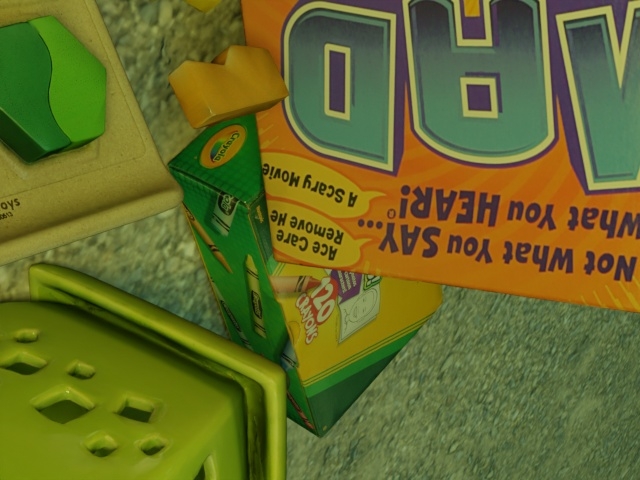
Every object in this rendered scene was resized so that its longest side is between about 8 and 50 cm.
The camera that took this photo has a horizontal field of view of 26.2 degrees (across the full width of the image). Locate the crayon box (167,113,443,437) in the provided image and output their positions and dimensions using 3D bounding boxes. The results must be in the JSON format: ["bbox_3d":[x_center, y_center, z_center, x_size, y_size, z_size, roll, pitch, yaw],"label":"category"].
[{"bbox_3d":[0.000,0.000,1.029,0.165,0.081,0.278,-46,145,-25],"label":"crayon box"}]

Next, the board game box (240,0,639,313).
[{"bbox_3d":[0.195,-0.186,0.819,0.356,0.356,0.356,-24,113,-46],"label":"board game box"}]

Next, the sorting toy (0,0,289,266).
[{"bbox_3d":[-0.146,-0.107,0.634,0.307,0.229,0.041,-22,174,-46],"label":"sorting toy"}]

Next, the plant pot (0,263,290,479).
[{"bbox_3d":[-0.143,0.154,0.816,0.207,0.228,0.227,-37,139,-44],"label":"plant pot"}]
